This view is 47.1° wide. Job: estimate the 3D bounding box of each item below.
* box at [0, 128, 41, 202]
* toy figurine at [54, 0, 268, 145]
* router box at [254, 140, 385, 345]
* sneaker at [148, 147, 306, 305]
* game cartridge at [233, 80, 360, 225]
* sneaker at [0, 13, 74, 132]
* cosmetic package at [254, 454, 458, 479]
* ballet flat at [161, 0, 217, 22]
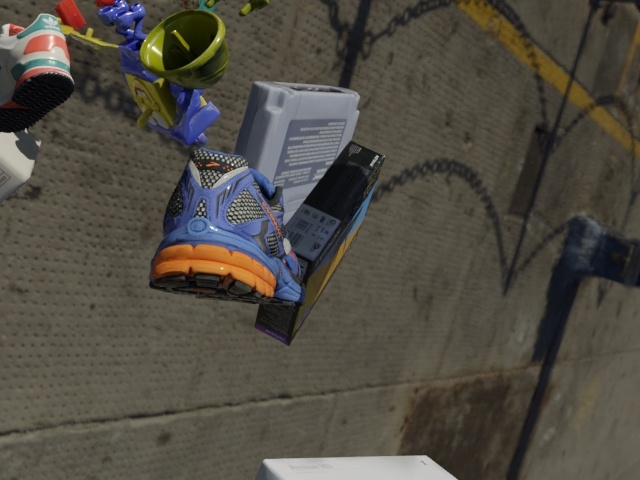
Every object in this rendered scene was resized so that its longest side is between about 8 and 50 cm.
[{"bbox_3d":[-0.504,-0.159,0.868,0.148,0.121,0.311,-35,122,10],"label":"box"},{"bbox_3d":[-0.167,-0.211,0.932,0.191,0.363,0.217,-43,134,-22],"label":"toy figurine"},{"bbox_3d":[0.000,0.000,0.747,0.179,0.046,0.133,-55,168,-42],"label":"router box"},{"bbox_3d":[-0.048,-0.002,0.481,0.221,0.083,0.087,88,9,-83],"label":"sneaker"},{"bbox_3d":[-0.037,-0.119,1.027,0.297,0.062,0.198,-21,135,-65],"label":"game cartridge"},{"bbox_3d":[-0.279,-0.151,0.671,0.057,0.161,0.075,6,74,-48],"label":"sneaker"},{"bbox_3d":[0.122,0.408,0.994,0.377,0.284,0.097,16,101,-45],"label":"cosmetic package"},{"bbox_3d":[-0.209,-0.354,1.158,0.091,0.077,0.240,-57,168,-75],"label":"ballet flat"}]
